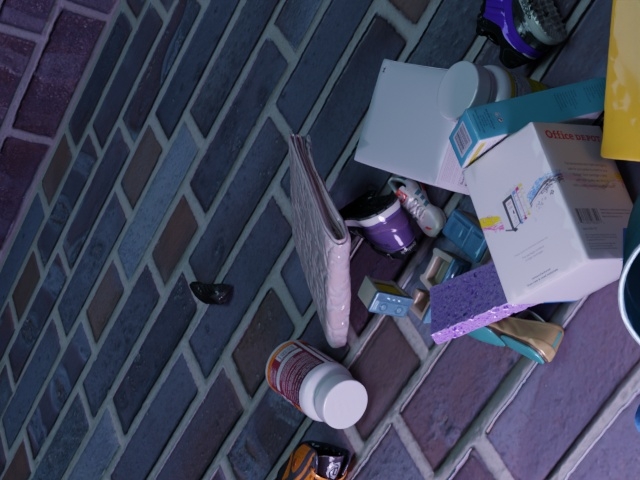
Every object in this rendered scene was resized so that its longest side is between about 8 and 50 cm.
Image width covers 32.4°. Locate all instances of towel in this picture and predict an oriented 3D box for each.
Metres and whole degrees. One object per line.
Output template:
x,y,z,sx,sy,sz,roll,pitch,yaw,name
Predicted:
0.000,0.000,2.199,0.331,0.054,0.316,88,166,-49,towel

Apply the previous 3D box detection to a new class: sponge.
0.276,0.089,1.833,0.210,0.031,0.117,-25,34,26,sponge

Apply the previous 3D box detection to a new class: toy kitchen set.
0.191,0.049,1.940,0.122,0.166,0.207,46,117,52,toy kitchen set

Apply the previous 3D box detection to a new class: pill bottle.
0.303,-0.223,1.833,0.119,0.209,0.119,-24,60,50,pill bottle
-0.008,0.286,2.189,0.221,0.121,0.121,26,101,55,pill bottle

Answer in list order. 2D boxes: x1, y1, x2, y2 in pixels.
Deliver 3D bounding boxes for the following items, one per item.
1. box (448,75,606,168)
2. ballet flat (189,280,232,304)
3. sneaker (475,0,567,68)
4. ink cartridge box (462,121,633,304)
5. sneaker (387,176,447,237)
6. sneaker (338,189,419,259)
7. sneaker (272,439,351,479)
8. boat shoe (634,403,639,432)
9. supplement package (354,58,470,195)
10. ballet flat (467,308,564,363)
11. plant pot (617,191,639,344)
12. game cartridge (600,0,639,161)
0.333,-0.185,1.727,0.100,0.244,0.060,114,139,-66,box
-0.269,0.125,2.698,0.049,0.057,0.173,-43,27,-23,ballet flat
0.325,-0.430,1.965,0.146,0.102,0.293,-42,47,41,sneaker
0.359,-0.041,1.687,0.168,0.171,0.232,-37,62,45,ink cartridge box
0.176,-0.065,2.080,0.057,0.075,0.161,-56,39,28,sneaker
0.107,-0.017,2.139,0.107,0.124,0.283,-34,12,-6,sneaker
0.001,0.502,2.100,0.180,0.125,0.321,-64,36,20,sneaker
0.533,0.181,1.465,0.258,0.089,0.109,-39,30,13,boat shoe
0.213,-0.205,2.014,0.262,0.145,0.203,24,99,56,supplement package
0.314,0.144,1.834,0.073,0.080,0.232,-52,35,-13,ballet flat
0.512,-0.010,1.401,0.271,0.272,0.255,-49,15,35,plant pot
0.541,-0.265,1.553,0.285,0.053,0.323,11,103,43,game cartridge
